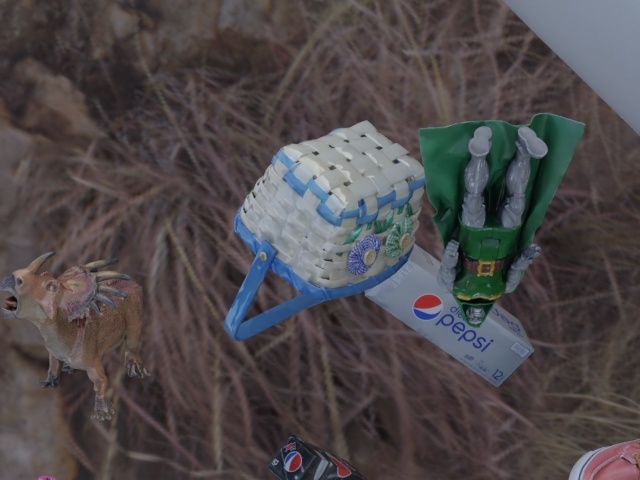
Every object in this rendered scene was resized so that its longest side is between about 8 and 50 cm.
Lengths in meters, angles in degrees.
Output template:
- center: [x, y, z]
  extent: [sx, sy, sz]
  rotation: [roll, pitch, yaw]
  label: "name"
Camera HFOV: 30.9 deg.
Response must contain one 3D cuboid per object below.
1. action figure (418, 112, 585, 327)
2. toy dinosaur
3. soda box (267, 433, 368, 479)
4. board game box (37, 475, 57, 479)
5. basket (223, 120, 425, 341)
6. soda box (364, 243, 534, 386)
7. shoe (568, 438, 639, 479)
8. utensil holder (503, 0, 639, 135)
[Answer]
- center: [0.148, -0.005, 1.020]
  extent: [0.137, 0.232, 0.063]
  rotation: [1, 47, 1]
  label: "action figure"
- center: [-0.280, 0.092, 1.460]
  extent: [0.127, 0.295, 0.200]
  rotation: [11, 105, 11]
  label: "toy dinosaur"
- center: [0.000, 0.325, 1.607]
  extent: [0.053, 0.169, 0.060]
  rotation: [37, 89, 36]
  label: "soda box"
- center: [-0.242, 0.515, 1.508]
  extent: [0.050, 0.390, 0.390]
  rotation: [-58, 14, 29]
  label: "board game box"
- center: [0.000, 0.000, 1.550]
  extent: [0.201, 0.255, 0.289]
  rotation: [46, 135, 19]
  label: "basket"
- center: [0.196, 0.106, 1.809]
  extent: [0.091, 0.286, 0.098]
  rotation: [-48, 21, 17]
  label: "soda box"
- center: [0.344, 0.237, 1.219]
  extent: [0.081, 0.178, 0.063]
  rotation: [-32, 74, 51]
  label: "shoe"
- center: [0.405, -0.299, 1.306]
  extent: [0.327, 0.385, 0.327]
  rotation: [-40, 27, 26]
  label: "utensil holder"
